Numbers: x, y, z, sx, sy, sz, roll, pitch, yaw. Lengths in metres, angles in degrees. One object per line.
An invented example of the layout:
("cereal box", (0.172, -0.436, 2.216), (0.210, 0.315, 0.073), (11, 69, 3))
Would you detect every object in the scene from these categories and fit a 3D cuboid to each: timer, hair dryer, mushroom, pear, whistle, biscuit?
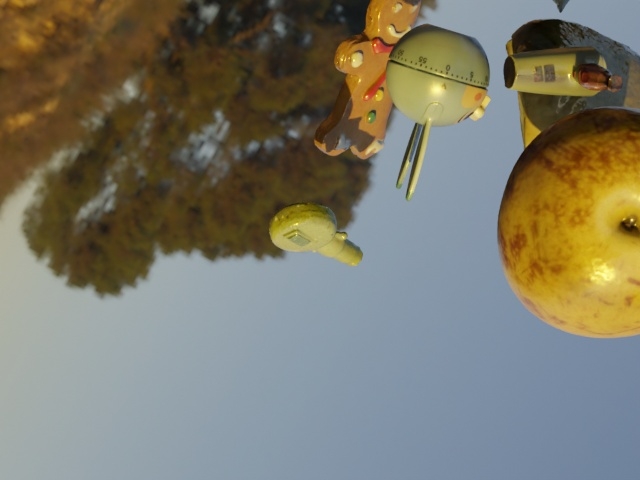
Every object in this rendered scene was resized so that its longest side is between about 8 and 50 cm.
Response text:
("timer", (0.183, -0.201, 1.979), (0.175, 0.175, 0.256), (-144, -135, -74))
("hair dryer", (0.269, -0.173, 1.357), (0.154, 0.106, 0.054), (-155, -117, -68))
("mushroom", (0.402, -0.235, 1.977), (0.217, 0.212, 0.292), (-10, -138, 9))
("pear", (0.336, -0.019, 1.534), (0.281, 0.280, 0.281), (-54, -163, 25))
("whistle", (0.000, 0.000, 2.041), (0.104, 0.198, 0.057), (-23, -124, 27))
("biscuit", (0.100, -0.296, 2.270), (0.047, 0.216, 0.340), (32, -70, 31))

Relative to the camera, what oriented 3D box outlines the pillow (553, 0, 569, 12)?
("pillow", (0.422, -0.477, 2.008), (0.254, 0.144, 0.078), (-42, -144, 6))
